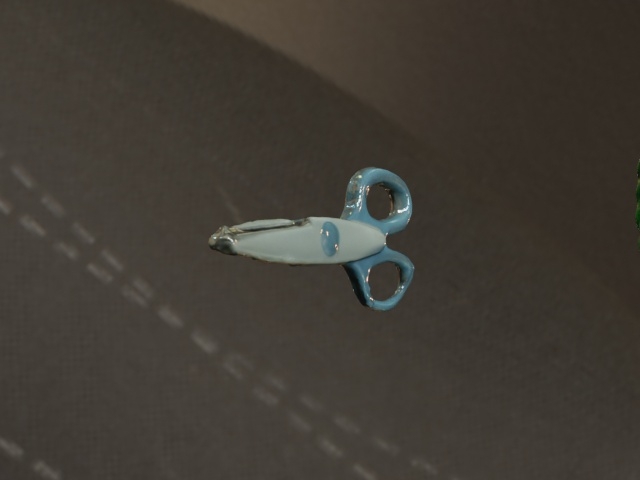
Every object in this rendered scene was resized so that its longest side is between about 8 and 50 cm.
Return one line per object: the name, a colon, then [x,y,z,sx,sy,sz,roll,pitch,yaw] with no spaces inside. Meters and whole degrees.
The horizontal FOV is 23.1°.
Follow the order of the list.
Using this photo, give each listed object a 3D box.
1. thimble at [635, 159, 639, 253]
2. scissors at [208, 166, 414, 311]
thimble: [0.255,-0.026,0.989,0.090,0.118,0.130,-3,-45,-8]
scissors: [0.000,0.000,1.399,0.041,0.289,0.138,-2,-90,35]
